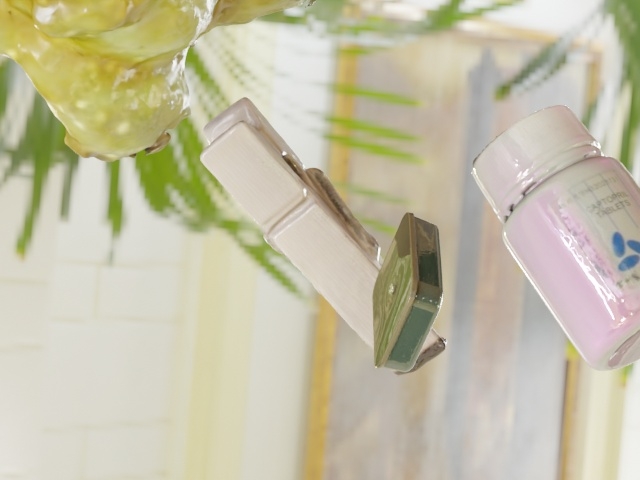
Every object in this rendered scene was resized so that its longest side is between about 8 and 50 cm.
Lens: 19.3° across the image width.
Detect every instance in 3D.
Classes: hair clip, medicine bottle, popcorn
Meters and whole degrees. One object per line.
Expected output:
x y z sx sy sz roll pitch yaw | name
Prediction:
0.003 -0.003 1.956 0.085 0.331 0.101 -34 -160 15 | hair clip
0.274 -0.004 1.940 0.152 0.254 0.152 -27 159 -11 | medicine bottle
-0.157 -0.261 1.544 0.325 0.321 0.290 10 148 3 | popcorn

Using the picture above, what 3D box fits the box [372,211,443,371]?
0.071 0.043 1.527 0.031 0.091 0.126 17 -150 -10 | box
